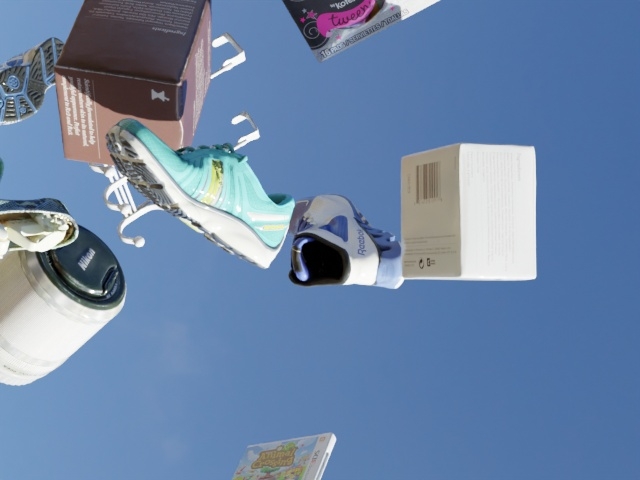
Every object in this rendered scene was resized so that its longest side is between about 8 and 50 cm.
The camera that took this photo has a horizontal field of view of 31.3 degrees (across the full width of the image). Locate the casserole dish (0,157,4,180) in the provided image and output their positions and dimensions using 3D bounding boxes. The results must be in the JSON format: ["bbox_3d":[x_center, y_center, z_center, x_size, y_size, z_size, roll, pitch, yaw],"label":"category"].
[{"bbox_3d":[-0.659,-0.097,2.111,0.037,0.114,0.188,126,-20,-54],"label":"casserole dish"}]

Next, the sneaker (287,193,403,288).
[{"bbox_3d":[0.001,0.001,2.127,0.315,0.182,0.127,33,-60,50],"label":"sneaker"}]

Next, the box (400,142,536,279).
[{"bbox_3d":[0.200,-0.035,1.569,0.181,0.119,0.182,174,-84,-69],"label":"box"}]

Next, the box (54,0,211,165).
[{"bbox_3d":[-0.246,-0.224,1.544,0.168,0.167,0.203,98,2,-47],"label":"box"}]

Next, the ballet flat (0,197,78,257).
[{"bbox_3d":[-0.339,-0.011,1.228,0.070,0.188,0.070,9,-75,39],"label":"ballet flat"}]

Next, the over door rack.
[{"bbox_3d":[-0.217,-0.152,1.873,0.108,0.324,0.239,37,-22,22],"label":"over door rack"}]

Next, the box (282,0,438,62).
[{"bbox_3d":[0.066,-0.389,1.588,0.247,0.142,0.163,-27,-145,12],"label":"box"}]

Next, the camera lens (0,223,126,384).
[{"bbox_3d":[-0.509,0.111,2.090,0.274,0.219,0.219,-40,-124,26],"label":"camera lens"}]

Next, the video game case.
[{"bbox_3d":[-0.088,0.476,2.326,0.212,0.193,0.023,-14,-63,27],"label":"video game case"}]

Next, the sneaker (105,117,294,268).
[{"bbox_3d":[-0.139,-0.071,1.348,0.107,0.275,0.110,21,-101,49],"label":"sneaker"}]

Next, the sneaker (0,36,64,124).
[{"bbox_3d":[-0.457,-0.229,1.713,0.081,0.211,0.080,-13,-65,34],"label":"sneaker"}]
